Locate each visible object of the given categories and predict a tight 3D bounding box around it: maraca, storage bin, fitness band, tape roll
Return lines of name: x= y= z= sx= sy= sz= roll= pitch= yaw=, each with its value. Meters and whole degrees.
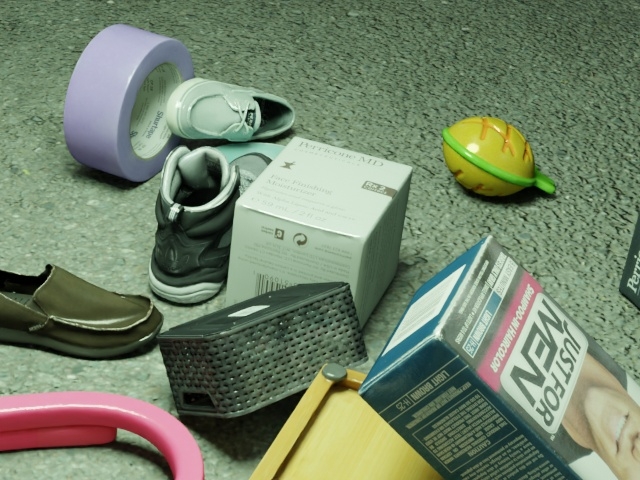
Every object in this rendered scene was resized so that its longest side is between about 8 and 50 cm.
maraca: x=0.237 y=-0.106 z=1.785 sx=0.186 sy=0.099 sz=0.127 roll=16 pitch=27 yaw=-39
storage bin: x=-0.057 y=0.106 z=1.345 sx=0.180 sy=0.084 sz=0.122 roll=-18 pitch=8 yaw=-36
fitness band: x=-0.249 y=0.220 z=1.204 sx=0.291 sy=0.054 sz=0.209 roll=-4 pitch=33 yaw=-14
tape roll: x=-0.241 y=-0.175 z=1.714 sx=0.080 sy=0.189 sz=0.189 roll=18 pitch=34 yaw=18

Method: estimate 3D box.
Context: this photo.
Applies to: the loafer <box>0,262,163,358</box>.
loafer: x=-0.275 y=0.068 z=1.418 sx=0.220 sy=0.078 sz=0.080 roll=4 pitch=32 yaw=-4

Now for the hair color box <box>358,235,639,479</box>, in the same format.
hair color box: x=0.209 y=0.178 z=1.138 sx=0.347 sy=0.105 sz=0.174 roll=45 pitch=36 yaw=-6

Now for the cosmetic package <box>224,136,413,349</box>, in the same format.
cosmetic package: x=0.000 y=0.000 z=1.509 sx=0.151 sy=0.151 sz=0.183 roll=16 pitch=33 yaw=13

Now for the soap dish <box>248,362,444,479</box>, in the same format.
soap dish: x=0.044 y=0.235 z=1.171 sx=0.229 sy=0.118 sz=0.291 roll=16 pitch=32 yaw=15

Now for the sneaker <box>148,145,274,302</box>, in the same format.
sneaker: x=-0.111 y=-0.057 z=1.557 sx=0.101 sy=0.153 sz=0.268 roll=18 pitch=42 yaw=14

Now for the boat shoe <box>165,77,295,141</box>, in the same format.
boat shoe: x=-0.112 y=-0.172 z=1.790 sx=0.081 sy=0.079 sz=0.227 roll=13 pitch=12 yaw=31

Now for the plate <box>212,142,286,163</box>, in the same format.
plate: x=-0.079 y=-0.074 z=1.738 sx=0.188 sy=0.024 sz=0.188 roll=4 pitch=31 yaw=-2

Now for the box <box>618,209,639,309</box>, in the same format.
box: x=0.545 y=0.021 z=1.442 sx=0.212 sy=0.293 sz=0.395 roll=-10 pitch=35 yaw=-25
